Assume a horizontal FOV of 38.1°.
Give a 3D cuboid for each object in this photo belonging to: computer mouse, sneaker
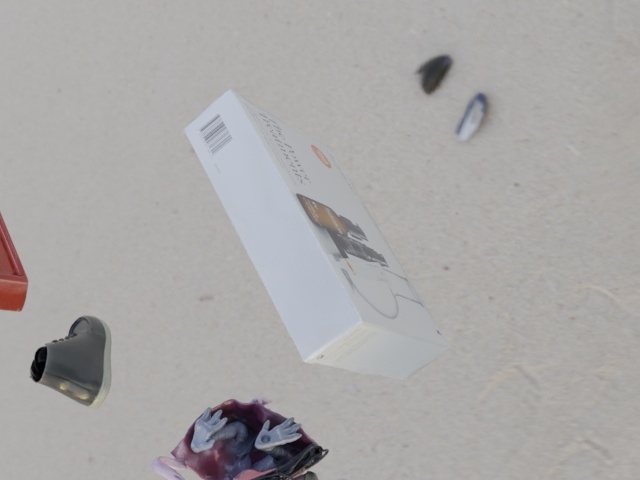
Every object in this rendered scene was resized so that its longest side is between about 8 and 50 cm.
[{"bbox_3d":[-0.076,0.392,1.338,0.184,0.060,0.262,-34,16,12],"label":"computer mouse"},{"bbox_3d":[-0.417,0.177,1.539,0.083,0.118,0.222,-53,31,12],"label":"sneaker"}]

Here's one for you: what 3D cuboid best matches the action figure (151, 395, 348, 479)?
[{"bbox_3d":[-0.110,0.436,1.668,0.248,0.276,0.370,36,152,23],"label":"action figure"}]

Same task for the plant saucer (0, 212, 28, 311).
[{"bbox_3d":[-0.535,-0.024,1.360,0.048,0.259,0.258,-28,77,8],"label":"plant saucer"}]

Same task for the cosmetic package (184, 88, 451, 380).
[{"bbox_3d":[0.000,0.000,1.254,0.097,0.284,0.377,-37,63,15],"label":"cosmetic package"}]
